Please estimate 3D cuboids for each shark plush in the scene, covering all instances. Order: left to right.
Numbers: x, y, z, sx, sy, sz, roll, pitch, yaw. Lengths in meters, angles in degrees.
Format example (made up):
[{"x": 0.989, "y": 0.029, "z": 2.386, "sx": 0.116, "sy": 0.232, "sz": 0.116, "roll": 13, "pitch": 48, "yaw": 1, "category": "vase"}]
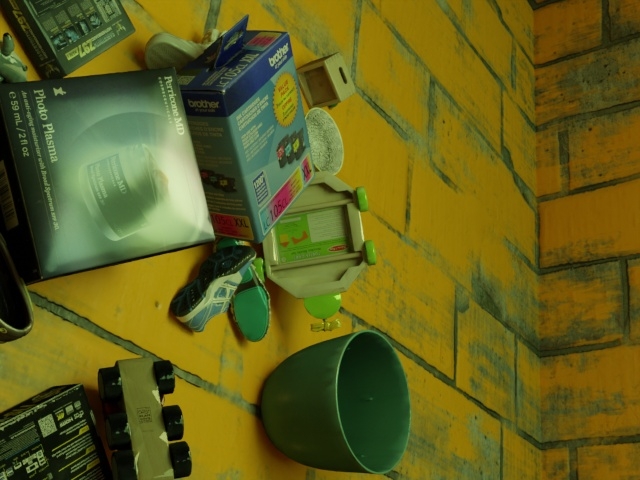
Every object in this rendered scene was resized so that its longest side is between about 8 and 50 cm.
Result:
[{"x": -0.525, "y": -0.275, "z": 1.454, "sx": 0.067, "sy": 0.073, "sz": 0.161, "roll": -54, "pitch": 147, "yaw": -27, "category": "shark plush"}]

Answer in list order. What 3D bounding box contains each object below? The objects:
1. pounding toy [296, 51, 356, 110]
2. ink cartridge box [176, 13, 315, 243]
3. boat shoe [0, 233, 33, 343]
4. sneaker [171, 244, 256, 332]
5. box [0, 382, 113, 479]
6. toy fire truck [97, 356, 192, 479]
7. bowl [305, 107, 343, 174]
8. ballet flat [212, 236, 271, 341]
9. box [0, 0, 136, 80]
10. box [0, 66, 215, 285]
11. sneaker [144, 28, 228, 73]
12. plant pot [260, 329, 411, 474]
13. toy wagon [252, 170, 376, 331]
[{"x": 0.019, "y": -0.392, "z": 2.240, "sx": 0.100, "sy": 0.130, "sz": 0.141, "roll": -39, "pitch": 112, "yaw": -41, "category": "pounding toy"}, {"x": -0.155, "y": -0.233, "z": 1.722, "sx": 0.270, "sy": 0.151, "sz": 0.396, "roll": -54, "pitch": 141, "yaw": -45, "category": "ink cartridge box"}, {"x": -0.520, "y": 0.003, "z": 1.292, "sx": 0.116, "sy": 0.096, "sz": 0.325, "roll": -37, "pitch": 110, "yaw": -54, "category": "boat shoe"}, {"x": -0.204, "y": 0.091, "z": 1.741, "sx": 0.211, "sy": 0.080, "sz": 0.081, "roll": -45, "pitch": 133, "yaw": -23, "category": "sneaker"}, {"x": -0.445, "y": 0.386, "z": 1.293, "sx": 0.322, "sy": 0.079, "sz": 0.257, "roll": -27, "pitch": 104, "yaw": -57, "category": "box"}, {"x": -0.295, "y": 0.336, "z": 1.492, "sx": 0.158, "sy": 0.246, "sz": 0.217, "roll": -4, "pitch": 61, "yaw": -25, "category": "toy fire truck"}, {"x": -0.022, "y": -0.231, "z": 2.148, "sx": 0.170, "sy": 0.080, "sz": 0.170, "roll": 27, "pitch": 57, "yaw": -50, "category": "bowl"}, {"x": -0.157, "y": 0.090, "z": 1.837, "sx": 0.077, "sy": 0.091, "sz": 0.241, "roll": -105, "pitch": 180, "yaw": -80, "category": "ballet flat"}, {"x": -0.451, "y": -0.409, "z": 1.578, "sx": 0.183, "sy": 0.059, "sz": 0.233, "roll": 62, "pitch": 35, "yaw": -21, "category": "box"}, {"x": -0.359, "y": -0.104, "z": 1.410, "sx": 0.294, "sy": 0.182, "sz": 0.296, "roll": -14, "pitch": 91, "yaw": -34, "category": "box"}, {"x": -0.256, "y": -0.384, "z": 1.843, "sx": 0.292, "sy": 0.108, "sz": 0.169, "roll": 33, "pitch": 44, "yaw": -50, "category": "sneaker"}, {"x": 0.018, "y": 0.347, "z": 1.862, "sx": 0.293, "sy": 0.235, "sz": 0.293, "roll": 25, "pitch": 59, "yaw": -52, "category": "plant pot"}, {"x": -0.016, "y": 0.027, "z": 1.916, "sx": 0.068, "sy": 0.267, "sz": 0.345, "roll": 70, "pitch": 11, "yaw": -85, "category": "toy wagon"}]
